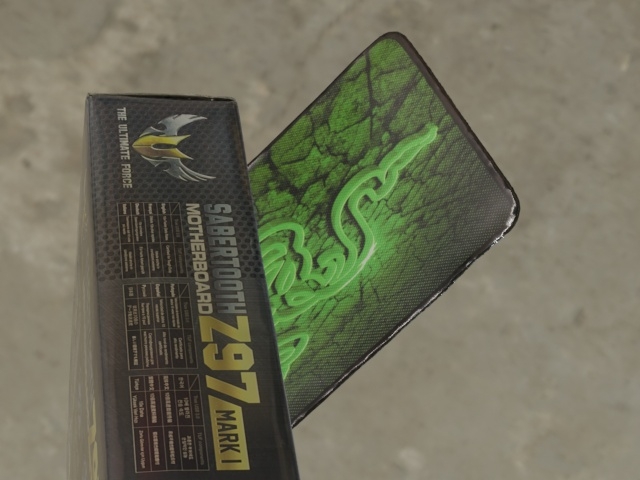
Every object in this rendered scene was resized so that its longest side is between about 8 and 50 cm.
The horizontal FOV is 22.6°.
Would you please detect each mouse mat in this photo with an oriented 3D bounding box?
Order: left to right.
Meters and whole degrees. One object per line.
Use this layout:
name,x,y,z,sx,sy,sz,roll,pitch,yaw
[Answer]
mouse mat,0.000,0.000,0.791,0.190,0.152,0.007,-44,137,16

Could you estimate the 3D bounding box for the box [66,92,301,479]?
box,-0.051,0.091,0.528,0.059,0.232,0.183,0,131,-11
